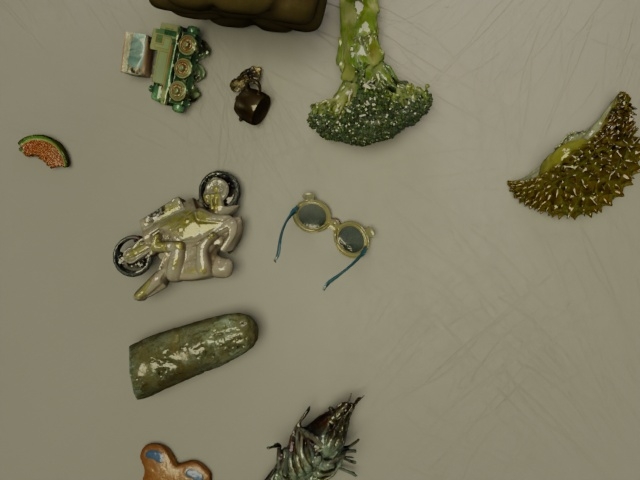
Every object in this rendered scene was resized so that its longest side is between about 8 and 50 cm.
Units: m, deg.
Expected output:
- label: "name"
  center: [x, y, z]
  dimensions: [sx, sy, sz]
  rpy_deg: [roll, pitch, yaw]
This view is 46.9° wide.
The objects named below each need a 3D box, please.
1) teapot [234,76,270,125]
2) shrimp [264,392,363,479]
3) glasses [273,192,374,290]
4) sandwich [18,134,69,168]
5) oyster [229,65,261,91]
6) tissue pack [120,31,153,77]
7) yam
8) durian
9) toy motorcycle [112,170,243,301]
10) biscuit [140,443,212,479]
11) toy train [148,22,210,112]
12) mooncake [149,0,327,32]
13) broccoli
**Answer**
- label: "teapot"
  center: [-0.157, -0.308, 1.633]
  dimensions: [0.068, 0.076, 0.121]
  rpy_deg: [29, 135, 13]
- label: "shrimp"
  center: [-0.041, 0.507, 1.636]
  dimensions: [0.221, 0.166, 0.410]
  rpy_deg: [31, 114, -27]
- label: "glasses"
  center: [-0.011, 0.021, 1.585]
  dimensions: [0.190, 0.220, 0.088]
  rpy_deg: [31, 136, 5]
- label: "sandwich"
  center: [-0.647, -0.213, 1.742]
  dimensions: [0.135, 0.029, 0.067]
  rpy_deg: [23, 102, 6]
- label: "oyster"
  center: [-0.168, -0.364, 1.652]
  dimensions: [0.083, 0.019, 0.054]
  rpy_deg: [-30, 51, -3]
- label: "tissue pack"
  center: [-0.413, -0.418, 1.671]
  dimensions: [0.059, 0.074, 0.094]
  rpy_deg: [10, 98, 5]
- label: "yam"
  center: [-0.294, 0.251, 1.665]
  dimensions: [0.331, 0.133, 0.133]
  rpy_deg: [-21, 90, 9]
- label: "durian"
  center: [0.548, -0.160, 1.516]
  dimensions: [0.172, 0.166, 0.306]
  rpy_deg: [34, 105, -25]
- label: "toy motorcycle"
  center: [-0.295, 0.010, 1.662]
  dimensions: [0.341, 0.108, 0.222]
  rpy_deg: [-34, 82, 2]
- label: "biscuit"
  center: [-0.374, 0.656, 1.745]
  dimensions: [0.206, 0.049, 0.323]
  rpy_deg: [21, 98, 6]
- label: "toy train"
  center: [-0.326, -0.389, 1.661]
  dimensions: [0.125, 0.081, 0.193]
  rpy_deg: [16, 98, 18]
- label: "mooncake"
  center: [-0.162, -0.532, 1.483]
  dimensions: [0.379, 0.378, 0.200]
  rpy_deg: [4, 99, 9]
- label: "broccoli"
  center: [0.108, -0.376, 1.547]
  dimensions: [0.252, 0.221, 0.361]
  rpy_deg: [16, 97, 44]
